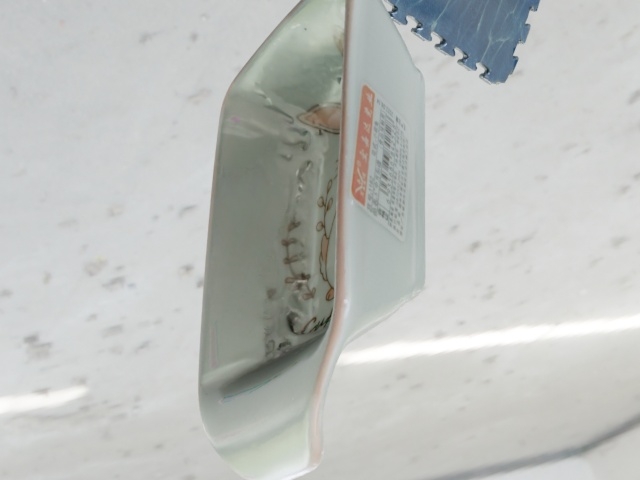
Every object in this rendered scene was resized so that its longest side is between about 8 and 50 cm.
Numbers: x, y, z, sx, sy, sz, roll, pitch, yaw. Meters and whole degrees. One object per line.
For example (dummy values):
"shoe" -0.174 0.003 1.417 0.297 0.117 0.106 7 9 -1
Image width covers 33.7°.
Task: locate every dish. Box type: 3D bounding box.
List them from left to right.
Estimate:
"dish" 0.000 0.000 0.514 0.064 0.234 0.154 15 154 -25

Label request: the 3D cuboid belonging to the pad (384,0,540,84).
"pad" 0.058 -0.247 0.531 0.269 0.270 0.012 20 176 -41
